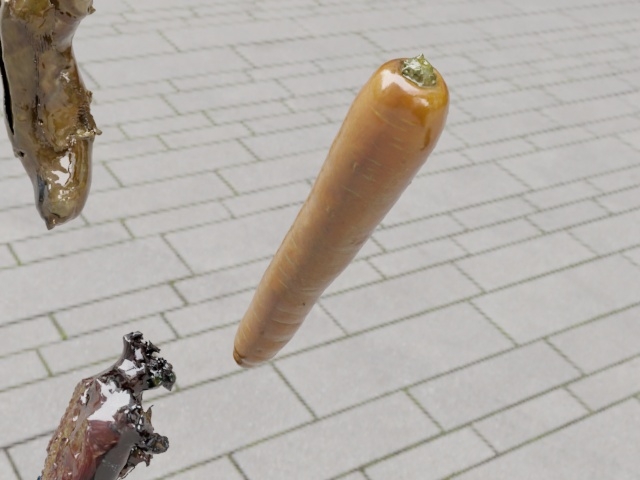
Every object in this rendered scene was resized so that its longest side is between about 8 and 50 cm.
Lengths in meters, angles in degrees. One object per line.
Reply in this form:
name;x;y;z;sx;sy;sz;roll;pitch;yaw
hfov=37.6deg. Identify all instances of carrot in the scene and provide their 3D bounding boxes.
carrot;0.000;0.000;0.485;0.043;0.248;0.043;14;49;-17

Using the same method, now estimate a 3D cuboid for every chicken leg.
chicken leg;-0.170;0.179;0.678;0.063;0.233;0.105;26;0;-30

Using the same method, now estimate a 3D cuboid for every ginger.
ginger;-0.300;-0.178;1.052;0.133;0.309;0.107;22;31;25
